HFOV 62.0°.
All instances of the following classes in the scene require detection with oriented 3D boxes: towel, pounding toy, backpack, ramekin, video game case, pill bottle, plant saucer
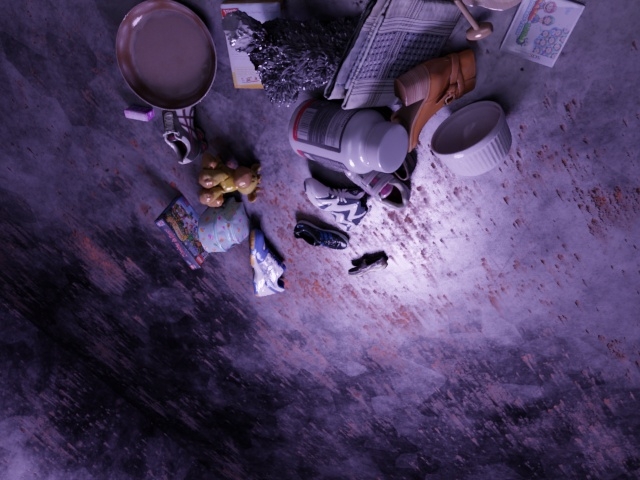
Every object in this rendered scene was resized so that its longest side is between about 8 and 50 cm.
[{"bbox_3d":[0.189,-0.464,1.320,0.056,0.324,0.312,56,136,26],"label":"towel"},{"bbox_3d":[0.392,-0.599,1.212,0.154,0.155,0.269,0,127,29],"label":"pounding toy"},{"bbox_3d":[-0.339,-0.049,1.861,0.144,0.188,0.165,6,123,24],"label":"backpack"},{"bbox_3d":[0.415,-0.268,1.445,0.207,0.207,0.109,-22,126,31],"label":"ramekin"},{"bbox_3d":[0.543,-0.524,1.315,0.143,0.019,0.157,20,130,3],"label":"video game case"},{"bbox_3d":[0.077,-0.285,1.478,0.319,0.176,0.176,24,138,39],"label":"pill bottle"},{"bbox_3d":[-0.448,-0.544,1.574,0.311,0.050,0.310,4,113,9],"label":"plant saucer"}]

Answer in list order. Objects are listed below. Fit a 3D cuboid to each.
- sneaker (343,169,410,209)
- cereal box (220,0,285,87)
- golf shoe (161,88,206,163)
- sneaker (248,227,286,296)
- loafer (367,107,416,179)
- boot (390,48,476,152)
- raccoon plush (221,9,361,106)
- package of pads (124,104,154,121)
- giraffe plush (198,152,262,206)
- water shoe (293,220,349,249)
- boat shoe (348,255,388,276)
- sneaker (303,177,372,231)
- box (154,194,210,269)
[{"bbox_3d":[0.181,-0.180,1.629,0.252,0.111,0.103,31,103,-12],"label":"sneaker"},{"bbox_3d":[-0.178,-0.555,1.514,0.173,0.047,0.240,5,127,13],"label":"cereal box"},{"bbox_3d":[-0.456,-0.378,1.701,0.105,0.120,0.272,-7,123,25],"label":"golf shoe"},{"bbox_3d":[-0.198,0.076,1.999,0.131,0.112,0.296,-6,127,-4],"label":"sneaker"},{"bbox_3d":[0.190,-0.291,1.574,0.096,0.084,0.267,-32,112,35],"label":"loafer"},{"bbox_3d":[0.307,-0.377,1.446,0.220,0.109,0.283,-26,143,-9],"label":"boot"},{"bbox_3d":[-0.013,-0.462,1.299,0.299,0.446,0.216,-12,103,13],"label":"raccoon plush"},{"bbox_3d":[-0.597,-0.420,1.758,0.083,0.050,0.032,13,130,9],"label":"package of pads"},{"bbox_3d":[-0.286,-0.195,1.751,0.171,0.210,0.181,5,104,8],"label":"giraffe plush"},{"bbox_3d":[0.000,0.000,1.868,0.203,0.080,0.073,20,131,3],"label":"water shoe"},{"bbox_3d":[0.165,0.088,1.905,0.152,0.056,0.049,-18,115,19],"label":"boat shoe"},{"bbox_3d":[0.070,-0.147,1.725,0.153,0.094,0.235,-36,106,31],"label":"sneaker"},{"bbox_3d":[-0.488,-0.030,1.957,0.044,0.159,0.233,-17,120,29],"label":"box"}]
